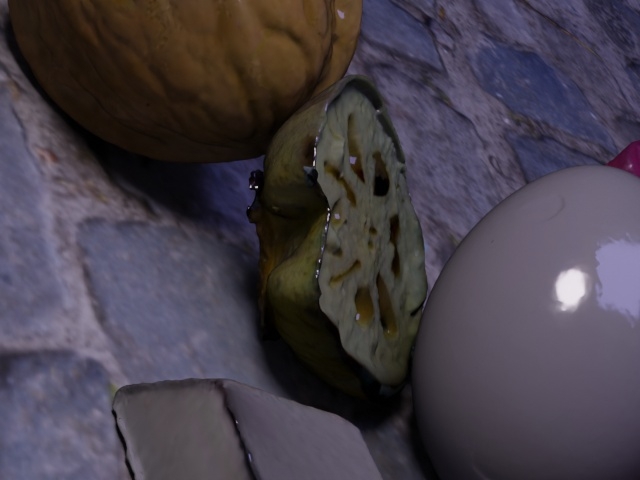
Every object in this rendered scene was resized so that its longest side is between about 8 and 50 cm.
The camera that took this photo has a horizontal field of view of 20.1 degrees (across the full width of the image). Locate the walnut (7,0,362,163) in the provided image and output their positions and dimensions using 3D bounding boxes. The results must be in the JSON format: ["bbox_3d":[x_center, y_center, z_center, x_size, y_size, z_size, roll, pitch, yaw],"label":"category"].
[{"bbox_3d":[-0.084,-0.153,1.151,0.228,0.228,0.228,35,24,-19],"label":"walnut"}]

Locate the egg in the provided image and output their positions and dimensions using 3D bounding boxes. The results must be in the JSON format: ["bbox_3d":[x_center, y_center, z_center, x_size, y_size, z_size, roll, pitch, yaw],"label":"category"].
[{"bbox_3d":[0.152,0.062,1.139,0.176,0.176,0.232,31,70,-26],"label":"egg"}]

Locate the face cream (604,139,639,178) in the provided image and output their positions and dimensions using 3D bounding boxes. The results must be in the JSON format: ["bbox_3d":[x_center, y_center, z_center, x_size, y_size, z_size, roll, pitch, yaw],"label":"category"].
[{"bbox_3d":[0.221,0.052,1.302,0.175,0.195,0.175,35,26,-20],"label":"face cream"}]

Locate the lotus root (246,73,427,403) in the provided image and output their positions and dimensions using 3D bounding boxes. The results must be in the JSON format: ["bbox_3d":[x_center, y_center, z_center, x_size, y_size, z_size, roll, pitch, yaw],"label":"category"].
[{"bbox_3d":[0.001,0.002,1.117,0.203,0.078,0.183,64,30,-46],"label":"lotus root"}]

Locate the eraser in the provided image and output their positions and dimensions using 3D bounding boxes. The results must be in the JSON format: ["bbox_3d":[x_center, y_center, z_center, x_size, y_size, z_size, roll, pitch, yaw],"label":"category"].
[{"bbox_3d":[0.002,0.192,0.863,0.111,0.077,0.352,24,29,-43],"label":"eraser"}]

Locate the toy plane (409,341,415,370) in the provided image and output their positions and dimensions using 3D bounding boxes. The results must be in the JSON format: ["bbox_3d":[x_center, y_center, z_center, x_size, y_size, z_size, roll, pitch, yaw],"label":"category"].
[{"bbox_3d":[0.056,0.065,1.219,0.083,0.033,0.080,13,38,-39],"label":"toy plane"}]
